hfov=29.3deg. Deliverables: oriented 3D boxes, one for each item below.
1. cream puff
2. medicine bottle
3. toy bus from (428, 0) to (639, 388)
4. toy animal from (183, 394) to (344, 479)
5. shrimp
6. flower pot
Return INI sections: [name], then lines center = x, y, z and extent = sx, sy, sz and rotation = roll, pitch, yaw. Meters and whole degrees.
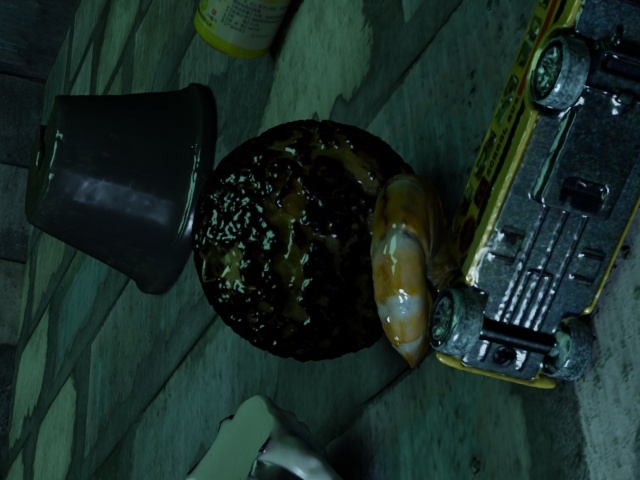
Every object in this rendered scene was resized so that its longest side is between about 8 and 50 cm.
[cream puff]
center = 0.000, 0.000, 1.178
extent = 0.165, 0.239, 0.239
rotation = 8, 86, 56
[medicine bottle]
center = -0.092, -0.375, 1.745
extent = 0.122, 0.122, 0.212
rotation = -104, 33, -48
[toy bus]
center = 0.180, -0.058, 0.914
extent = 0.123, 0.121, 0.335
rotation = -113, 40, -64
[toy animal]
center = -0.051, 0.283, 1.251
extent = 0.208, 0.156, 0.204
rotation = -58, 21, 4
[shrimp]
center = 0.084, 0.037, 1.027
extent = 0.287, 0.063, 0.152
rotation = 47, -140, -72
[flower pot]
center = -0.355, -0.102, 2.079
extent = 0.379, 0.251, 0.379
rotation = -41, 43, 53
